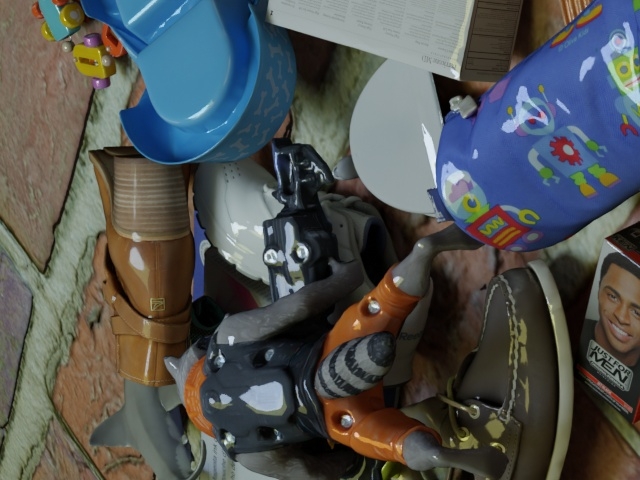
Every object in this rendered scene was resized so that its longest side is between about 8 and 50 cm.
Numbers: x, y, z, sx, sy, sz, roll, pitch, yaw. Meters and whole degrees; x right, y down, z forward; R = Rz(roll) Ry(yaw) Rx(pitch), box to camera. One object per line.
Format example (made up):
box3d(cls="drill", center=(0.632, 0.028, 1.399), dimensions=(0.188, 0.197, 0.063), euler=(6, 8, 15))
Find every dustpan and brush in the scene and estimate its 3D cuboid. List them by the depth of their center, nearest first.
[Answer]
box3d(cls="dustpan and brush", center=(0.057, -0.079, 1.501), dimensions=(0.211, 0.060, 0.147), euler=(-18, 83, 51))

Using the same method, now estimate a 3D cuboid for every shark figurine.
box3d(cls="shark figurine", center=(-0.195, 0.219, 1.916), dimensions=(0.278, 0.116, 0.166), euler=(-111, 14, -49))

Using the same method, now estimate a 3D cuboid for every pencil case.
box3d(cls="pencil case", center=(0.189, -0.096, 1.177), dimensions=(0.133, 0.119, 0.306), euler=(42, 146, -5))

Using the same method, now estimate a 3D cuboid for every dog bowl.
box3d(cls="dog bowl", center=(-0.116, -0.196, 1.552), dimensions=(0.166, 0.074, 0.297), euler=(-36, 60, 27))

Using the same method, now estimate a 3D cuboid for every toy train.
box3d(cls="toy train", center=(-0.236, -0.233, 1.817), dimensions=(0.166, 0.046, 0.125), euler=(41, 139, 28))

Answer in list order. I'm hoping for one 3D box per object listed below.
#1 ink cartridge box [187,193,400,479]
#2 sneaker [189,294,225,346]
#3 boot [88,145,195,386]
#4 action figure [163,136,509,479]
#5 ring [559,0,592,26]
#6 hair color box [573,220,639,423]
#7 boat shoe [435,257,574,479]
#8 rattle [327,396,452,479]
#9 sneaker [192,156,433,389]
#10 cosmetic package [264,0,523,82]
box3d(cls="ink cartridge box", center=(-0.057, 0.166, 1.797), dimensions=(0.330, 0.071, 0.324), euler=(36, 137, 36))
box3d(cls="sneaker", center=(-0.125, 0.086, 1.745), dimensions=(0.166, 0.065, 0.076), euler=(26, 113, 43))
box3d(cls="boot", center=(-0.166, 0.019, 1.715), dimensions=(0.283, 0.109, 0.220), euler=(-154, 62, -75))
box3d(cls="action figure", center=(-0.010, 0.071, 1.441), dimensions=(0.330, 0.179, 0.341), euler=(-18, 83, 44))
box3d(cls="ring", center=(0.285, -0.160, 1.143), dimensions=(0.337, 0.032, 0.336), euler=(33, 136, 39))
box3d(cls="hair color box", center=(0.241, 0.064, 1.333), dimensions=(0.072, 0.043, 0.141), euler=(40, 139, 36))
box3d(cls="boat shoe", center=(0.146, 0.161, 1.452), dimensions=(0.116, 0.097, 0.324), euler=(-104, 12, -55))
box3d(cls="rattle", center=(0.093, 0.252, 1.583), dimensions=(0.130, 0.143, 0.199), euler=(-26, 82, 39))
box3d(cls="sneaker", center=(0.000, 0.000, 1.602), dimensions=(0.297, 0.111, 0.129), euler=(43, 126, 24))
box3d(cls="cosmetic package", center=(0.057, -0.197, 1.391), dimensions=(0.239, 0.060, 0.098), euler=(24, 107, 46))
